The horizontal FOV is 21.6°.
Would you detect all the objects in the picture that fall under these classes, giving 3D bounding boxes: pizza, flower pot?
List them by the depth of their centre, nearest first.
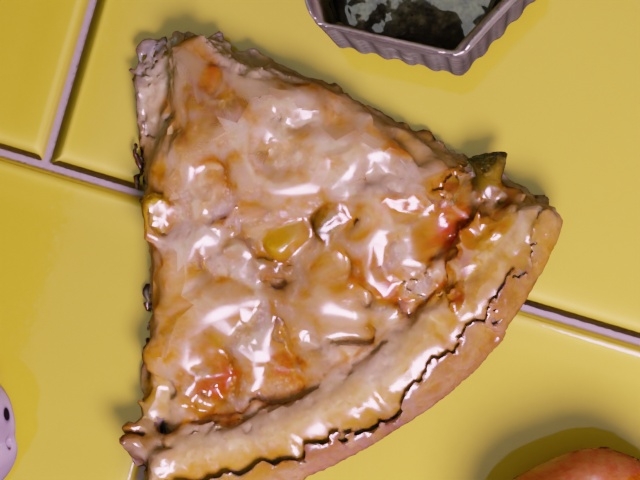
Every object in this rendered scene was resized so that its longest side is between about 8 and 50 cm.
[{"bbox_3d":[0.087,-0.260,1.420,0.239,0.189,0.209,13,92,7],"label":"flower pot"},{"bbox_3d":[0.017,0.028,1.482,0.392,0.080,0.435,0,92,6],"label":"pizza"}]

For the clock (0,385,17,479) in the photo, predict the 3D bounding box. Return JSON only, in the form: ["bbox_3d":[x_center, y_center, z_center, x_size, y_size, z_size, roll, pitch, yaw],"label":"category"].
[{"bbox_3d":[-0.384,0.175,1.436,0.189,0.254,0.189,1,94,9],"label":"clock"}]

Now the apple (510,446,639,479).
[{"bbox_3d":[0.231,0.277,1.410,0.209,0.164,0.209,-2,78,9],"label":"apple"}]
